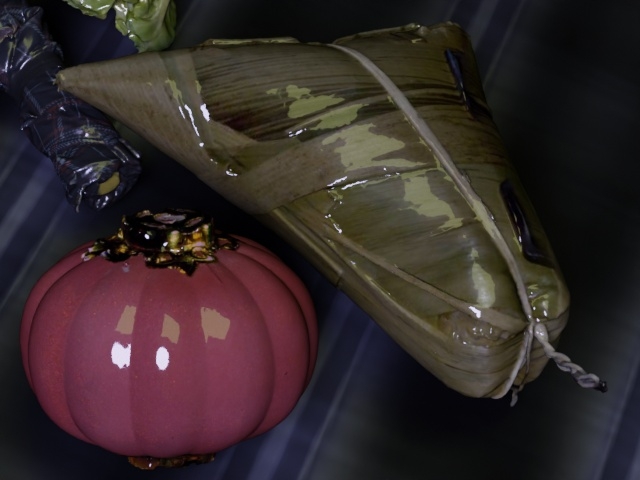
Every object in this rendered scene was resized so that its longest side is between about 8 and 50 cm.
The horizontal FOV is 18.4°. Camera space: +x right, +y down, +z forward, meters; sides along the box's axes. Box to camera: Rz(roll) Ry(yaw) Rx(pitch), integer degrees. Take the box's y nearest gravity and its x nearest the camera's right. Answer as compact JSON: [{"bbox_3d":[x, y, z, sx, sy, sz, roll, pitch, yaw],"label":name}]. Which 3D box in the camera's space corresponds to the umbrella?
[{"bbox_3d":[-0.120,-0.069,0.813,0.040,0.037,0.144,-31,61,-8],"label":"umbrella"}]

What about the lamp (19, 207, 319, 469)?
[{"bbox_3d":[-0.054,0.035,0.713,0.108,0.092,0.107,2,18,-1],"label":"lamp"}]

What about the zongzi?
[{"bbox_3d":[0.000,0.000,0.756,0.178,0.081,0.189,-3,53,-23],"label":"zongzi"}]

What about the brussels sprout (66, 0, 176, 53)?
[{"bbox_3d":[-0.090,-0.120,0.843,0.085,0.085,0.058,33,88,12],"label":"brussels sprout"}]
